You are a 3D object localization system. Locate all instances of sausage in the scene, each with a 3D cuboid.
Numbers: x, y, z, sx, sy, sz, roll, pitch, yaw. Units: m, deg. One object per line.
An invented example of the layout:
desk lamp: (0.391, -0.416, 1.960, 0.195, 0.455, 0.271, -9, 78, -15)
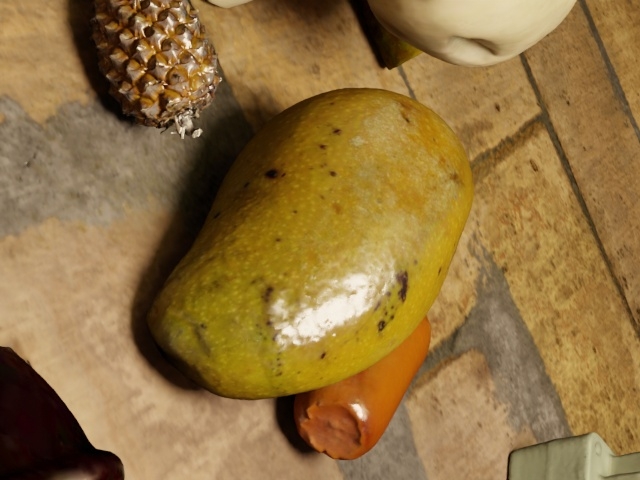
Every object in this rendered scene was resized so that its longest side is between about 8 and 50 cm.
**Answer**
sausage: (0.038, 0.103, 1.059, 0.076, 0.076, 0.197, 61, 31, -12)

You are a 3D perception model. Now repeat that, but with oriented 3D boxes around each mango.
mango: (0.008, 0.000, 0.988, 0.329, 0.177, 0.175, -57, 147, -52)

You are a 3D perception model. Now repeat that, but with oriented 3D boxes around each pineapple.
pineapple: (-0.138, -0.173, 0.945, 0.103, 0.083, 0.221, -22, 88, -59)

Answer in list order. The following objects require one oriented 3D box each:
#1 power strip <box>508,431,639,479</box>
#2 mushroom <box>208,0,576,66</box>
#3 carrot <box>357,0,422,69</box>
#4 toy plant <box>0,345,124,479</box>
power strip: (0.245, 0.303, 1.201, 0.229, 0.141, 0.261, 47, 40, -33)
mushroom: (0.083, -0.312, 1.106, 0.325, 0.353, 0.353, -33, 100, -52)
carrot: (0.057, -0.329, 1.311, 0.114, 0.114, 0.301, -33, 102, -58)
toy plant: (-0.165, 0.181, 0.610, 0.235, 0.218, 0.175, 65, -14, 10)
